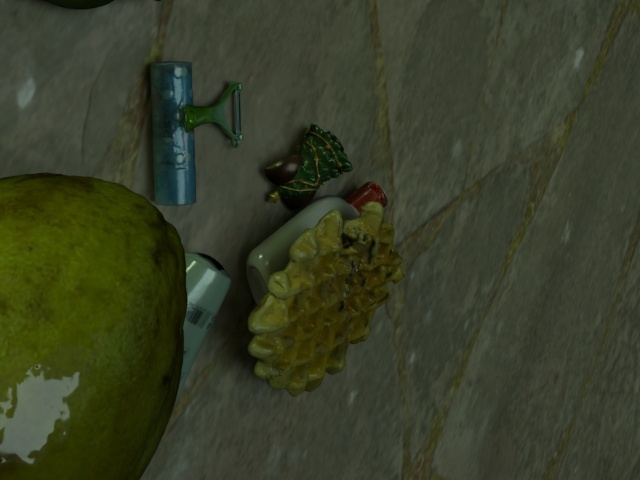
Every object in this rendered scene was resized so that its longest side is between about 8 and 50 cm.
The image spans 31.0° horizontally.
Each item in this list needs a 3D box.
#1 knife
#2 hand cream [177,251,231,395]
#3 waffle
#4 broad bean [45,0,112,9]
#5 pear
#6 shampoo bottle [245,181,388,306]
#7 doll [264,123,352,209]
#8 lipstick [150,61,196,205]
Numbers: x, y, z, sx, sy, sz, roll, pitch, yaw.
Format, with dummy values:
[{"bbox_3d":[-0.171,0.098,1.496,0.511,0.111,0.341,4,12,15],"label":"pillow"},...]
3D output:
[{"bbox_3d":[-0.123,-0.137,1.291,0.166,0.022,0.078,-27,112,-69],"label":"knife"},{"bbox_3d":[-0.196,0.160,1.296,0.109,0.067,0.321,34,79,-41],"label":"hand cream"},{"bbox_3d":[0.004,0.073,1.402,0.250,0.056,0.261,-50,152,-13],"label":"waffle"},{"bbox_3d":[-0.287,-0.279,1.130,0.325,0.067,0.075,7,83,-44],"label":"broad bean"},{"bbox_3d":[-0.293,0.127,1.015,0.413,0.352,0.352,-56,128,-25],"label":"pear"},{"bbox_3d":[0.000,0.000,1.440,0.221,0.051,0.108,-39,133,-30],"label":"shampoo bottle"},{"bbox_3d":[-0.010,-0.082,1.406,0.113,0.076,0.078,-53,136,-22],"label":"doll"},{"bbox_3d":[-0.163,-0.119,1.281,0.048,0.048,0.158,-9,102,-41],"label":"lipstick"}]
